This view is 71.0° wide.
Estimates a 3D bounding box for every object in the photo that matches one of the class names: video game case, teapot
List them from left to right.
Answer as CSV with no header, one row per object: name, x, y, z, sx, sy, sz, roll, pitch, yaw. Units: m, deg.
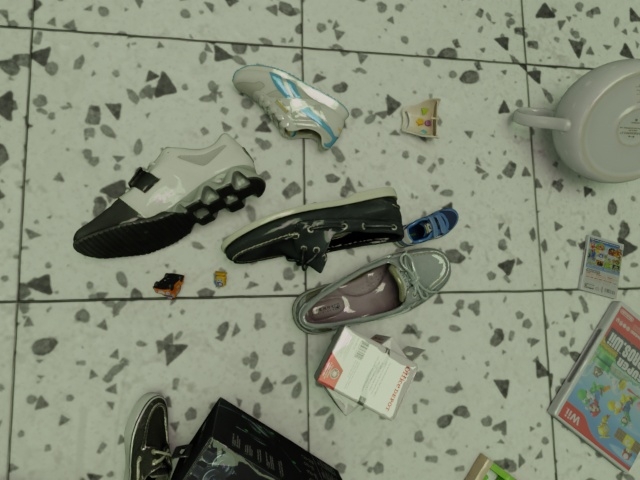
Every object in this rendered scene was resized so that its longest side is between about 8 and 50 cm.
video game case,0.603,0.056,0.964,0.087,0.011,0.121,15,81,-7
teapot,0.574,-0.246,0.913,0.252,0.187,0.256,-43,110,15
video game case,0.624,0.299,0.934,0.204,0.025,0.285,39,79,-4

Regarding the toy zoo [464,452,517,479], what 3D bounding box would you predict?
toy zoo,0.375,0.576,0.856,0.293,0.030,0.192,37,79,-4

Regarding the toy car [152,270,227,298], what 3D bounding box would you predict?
toy car,-0.229,0.085,0.798,0.122,0.060,0.040,1,115,-3

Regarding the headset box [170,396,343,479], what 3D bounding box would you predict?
headset box,-0.095,0.383,0.688,0.283,0.246,0.131,35,79,-5

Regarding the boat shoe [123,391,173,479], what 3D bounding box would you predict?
boat shoe,-0.271,0.362,0.727,0.070,0.078,0.219,-8,71,29

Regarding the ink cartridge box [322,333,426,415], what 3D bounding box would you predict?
ink cartridge box,0.090,0.226,0.810,0.180,0.104,0.060,-35,87,-12

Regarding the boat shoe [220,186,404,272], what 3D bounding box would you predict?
boat shoe,0.000,0.001,0.810,0.340,0.127,0.113,-15,74,-20

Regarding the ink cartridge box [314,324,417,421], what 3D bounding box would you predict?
ink cartridge box,0.072,0.212,0.726,0.135,0.056,0.099,29,78,-2

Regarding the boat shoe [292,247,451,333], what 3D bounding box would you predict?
boat shoe,0.105,0.094,0.828,0.321,0.103,0.118,-16,86,-11

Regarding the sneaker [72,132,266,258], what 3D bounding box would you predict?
sneaker,-0.274,-0.082,0.789,0.331,0.122,0.146,-26,70,-11

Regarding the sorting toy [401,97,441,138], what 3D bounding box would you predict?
sorting toy,0.203,-0.245,0.917,0.075,0.045,0.083,4,83,-2

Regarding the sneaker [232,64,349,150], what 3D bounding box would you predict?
sneaker,-0.064,-0.252,0.848,0.229,0.087,0.092,24,82,-4

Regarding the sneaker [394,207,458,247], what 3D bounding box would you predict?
sneaker,0.215,-0.025,0.883,0.144,0.059,0.053,-24,86,-12
